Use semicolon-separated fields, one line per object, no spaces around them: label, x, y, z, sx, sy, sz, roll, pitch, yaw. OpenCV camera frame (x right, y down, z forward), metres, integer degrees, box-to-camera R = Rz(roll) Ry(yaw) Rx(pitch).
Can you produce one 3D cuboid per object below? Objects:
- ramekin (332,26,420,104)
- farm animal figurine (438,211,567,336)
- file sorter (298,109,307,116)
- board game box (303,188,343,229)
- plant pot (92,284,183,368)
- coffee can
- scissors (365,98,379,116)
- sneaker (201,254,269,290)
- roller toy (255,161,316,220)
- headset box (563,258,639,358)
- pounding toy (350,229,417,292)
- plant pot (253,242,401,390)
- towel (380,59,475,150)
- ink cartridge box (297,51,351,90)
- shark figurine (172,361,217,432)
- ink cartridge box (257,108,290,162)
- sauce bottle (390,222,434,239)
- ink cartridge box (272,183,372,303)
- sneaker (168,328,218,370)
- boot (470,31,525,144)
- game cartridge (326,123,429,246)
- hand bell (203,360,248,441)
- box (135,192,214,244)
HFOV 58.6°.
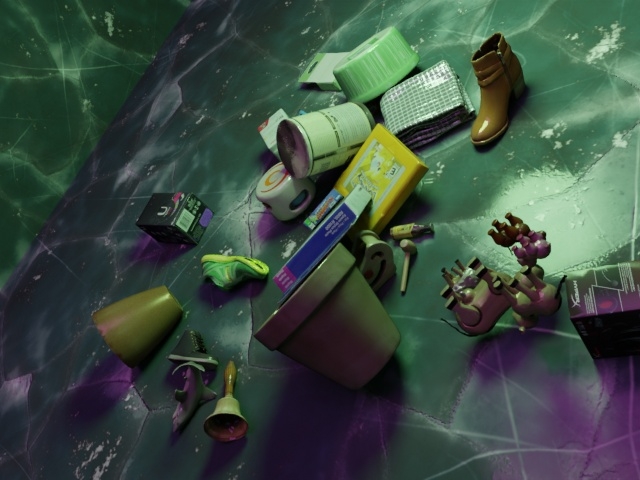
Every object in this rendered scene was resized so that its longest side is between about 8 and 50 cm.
ramekin;0.190;-0.627;2.045;0.303;0.148;0.303;-33;20;14
farm animal figurine;0.424;0.112;1.295;0.327;0.172;0.330;-46;10;31
file sorter;-0.027;-0.366;2.072;0.104;0.170;0.118;-49;42;-1
board game box;0.014;-0.095;1.748;0.136;0.035;0.201;-48;-1;6
plant pot;-0.623;0.277;2.012;0.254;0.237;0.237;-37;41;-12
coffee can;0.021;-0.337;1.896;0.275;0.201;0.201;-22;33;-29
scissors;0.087;-0.463;2.168;0.297;0.021;0.109;-19;50;24
sneaker;-0.294;0.116;1.968;0.295;0.109;0.123;1;82;37
roller toy;-0.120;-0.171;2.007;0.209;0.146;0.191;-21;38;32
headset box;0.655;0.128;1.107;0.293;0.218;0.110;-14;52;29
pounding toy;0.148;0.080;1.591;0.269;0.154;0.155;-45;42;0
plant pot;0.041;0.213;1.437;0.323;0.280;0.323;-48;-1;-1
towel;0.342;-0.440;1.877;0.283;0.121;0.235;-25;46;21
ink cartridge box;0.035;-0.706;2.378;0.235;0.056;0.171;17;69;48
shark figurine;-0.370;0.443;1.732;0.116;0.278;0.166;18;30;6
ink cartridge box;-0.141;-0.396;2.214;0.128;0.127;0.176;-37;42;8
sauce bottle;0.268;-0.030;1.669;0.128;0.042;0.042;-11;51;30
ink cartridge box;0.000;0.000;1.645;0.324;0.071;0.330;-47;0;21
sneaker;-0.403;0.350;1.862;0.222;0.083;0.118;-2;56;38
boot;0.500;-0.444;1.680;0.283;0.220;0.109;-52;43;-8
game cartridge;0.160;-0.171;1.786;0.324;0.052;0.285;-53;40;17
hand bell;-0.269;0.453;1.685;0.126;0.126;0.242;-30;31;16
box;-0.594;-0.091;2.318;0.270;0.143;0.165;2;59;40
